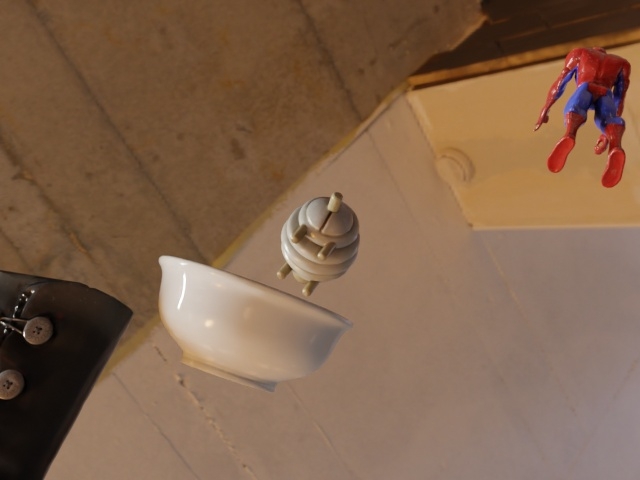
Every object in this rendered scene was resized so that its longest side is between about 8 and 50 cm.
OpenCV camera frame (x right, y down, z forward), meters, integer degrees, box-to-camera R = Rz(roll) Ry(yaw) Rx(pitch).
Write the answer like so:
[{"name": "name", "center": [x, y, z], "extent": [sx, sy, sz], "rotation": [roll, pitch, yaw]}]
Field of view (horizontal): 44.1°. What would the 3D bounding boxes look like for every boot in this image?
[{"name": "boot", "center": [-0.353, 0.274, 1.025], "extent": [0.367, 0.146, 0.445], "rotation": [18, -124, 4]}]

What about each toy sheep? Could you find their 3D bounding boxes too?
[{"name": "toy sheep", "center": [0.000, 0.000, 0.815], "extent": [0.091, 0.132, 0.091], "rotation": [12, -131, -15]}]

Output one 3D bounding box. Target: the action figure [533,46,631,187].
[{"name": "action figure", "center": [0.315, -0.137, 0.955], "extent": [0.280, 0.091, 0.139], "rotation": [-63, -12, -46]}]

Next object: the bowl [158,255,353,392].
[{"name": "bowl", "center": [-0.112, 0.133, 1.132], "extent": [0.298, 0.298, 0.134], "rotation": [26, -102, -35]}]
